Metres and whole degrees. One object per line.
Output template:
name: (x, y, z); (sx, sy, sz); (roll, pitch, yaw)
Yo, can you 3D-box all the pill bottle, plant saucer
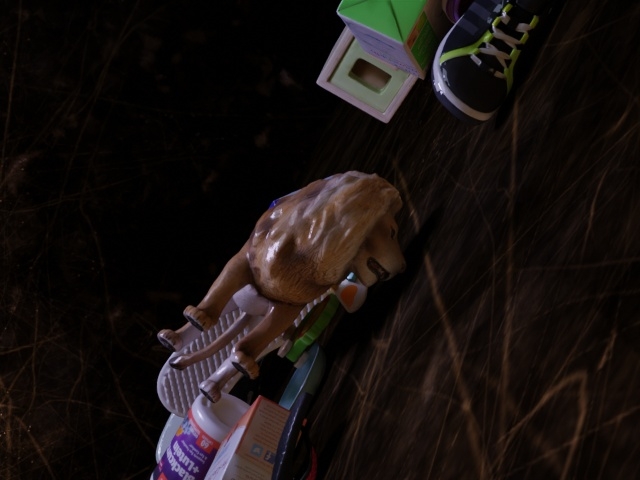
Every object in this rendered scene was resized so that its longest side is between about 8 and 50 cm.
pill bottle: (-0.159, 0.305, 1.561); (0.194, 0.108, 0.108); (-60, 6, 18)
plant saucer: (-0.022, 0.177, 1.403); (0.119, 0.021, 0.119); (-60, 5, 8)

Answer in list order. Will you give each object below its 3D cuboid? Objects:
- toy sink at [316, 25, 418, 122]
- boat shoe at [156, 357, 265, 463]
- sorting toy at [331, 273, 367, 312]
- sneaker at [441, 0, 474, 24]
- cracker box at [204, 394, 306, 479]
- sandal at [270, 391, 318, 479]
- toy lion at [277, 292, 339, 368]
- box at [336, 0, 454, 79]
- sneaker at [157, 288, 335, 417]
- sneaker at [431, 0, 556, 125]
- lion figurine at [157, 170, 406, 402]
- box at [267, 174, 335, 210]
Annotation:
toy sink: (0.117, -0.348, 2.076); (0.234, 0.152, 0.131); (-54, 9, 43)
boat shoe: (-0.149, 0.237, 1.866); (0.303, 0.091, 0.114); (-58, 37, -2)
sorting toy: (0.052, 0.035, 1.401); (0.075, 0.045, 0.083); (-39, 13, 17)
sneaker: (0.241, -0.394, 1.748); (0.071, 0.068, 0.170); (-108, 37, -62)
cracker box: (-0.106, 0.304, 1.301); (0.156, 0.067, 0.232); (-54, 10, 54)
sandal: (-0.026, 0.234, 1.126); (0.067, 0.040, 0.179); (119, 164, -73)
toy lion: (-0.010, 0.101, 1.418); (0.096, 0.034, 0.100); (-52, 6, 11)
box: (0.156, -0.416, 1.858); (0.262, 0.126, 0.231); (-61, -15, 0)
sneaker: (-0.100, 0.100, 1.720); (0.366, 0.135, 0.150); (-41, 10, 23)
sneaker: (0.185, -0.225, 1.203); (0.235, 0.084, 0.097); (-64, 8, -30)
lion figurine: (-0.057, 0.049, 1.351); (0.240, 0.142, 0.392); (-50, 11, -22)
box: (-0.027, -0.026, 1.902); (0.137, 0.072, 0.126); (-25, -19, -35)
